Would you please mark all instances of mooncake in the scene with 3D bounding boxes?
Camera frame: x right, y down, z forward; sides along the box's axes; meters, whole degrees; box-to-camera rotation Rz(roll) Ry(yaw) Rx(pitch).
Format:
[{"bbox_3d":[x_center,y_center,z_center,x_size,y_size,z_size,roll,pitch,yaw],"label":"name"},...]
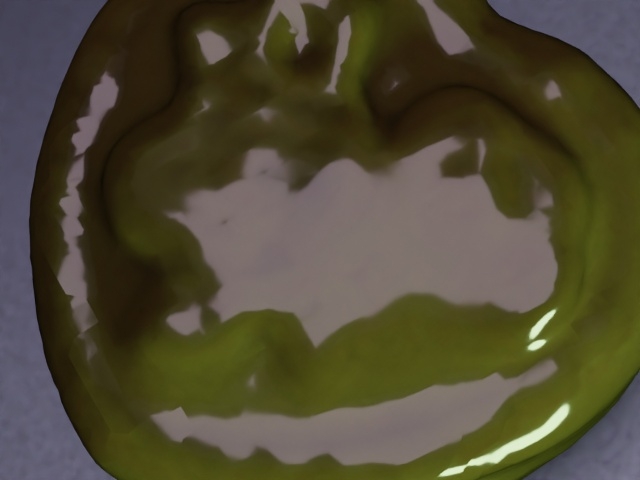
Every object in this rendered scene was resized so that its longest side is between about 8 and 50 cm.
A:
[{"bbox_3d":[0.000,0.000,0.609,0.235,0.117,0.234,-1,76,4],"label":"mooncake"}]
